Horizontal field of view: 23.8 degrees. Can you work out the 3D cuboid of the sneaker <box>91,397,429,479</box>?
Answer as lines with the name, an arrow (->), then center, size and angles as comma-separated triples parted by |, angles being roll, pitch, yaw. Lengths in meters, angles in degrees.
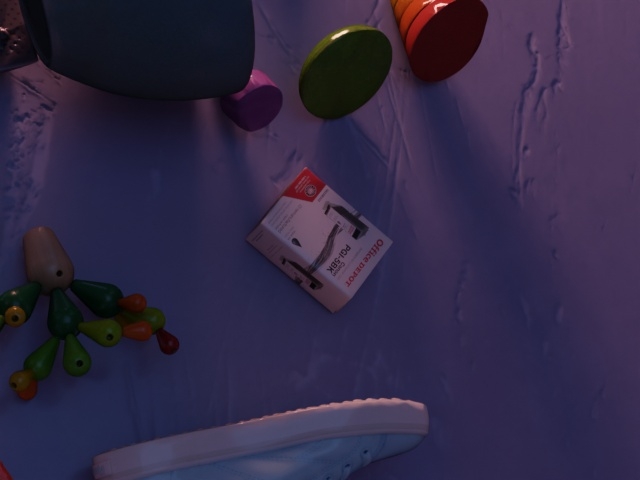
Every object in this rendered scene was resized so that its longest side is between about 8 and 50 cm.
sneaker -> -0.050, 0.259, 1.585 | 0.366, 0.135, 0.150 | -9, 82, -17

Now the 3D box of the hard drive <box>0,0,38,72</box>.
hard drive -> -0.448, -0.239, 1.634 | 0.255, 0.054, 0.172 | -11, 75, -27

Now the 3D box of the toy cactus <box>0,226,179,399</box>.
toy cactus -> -0.269, 0.071, 1.584 | 0.219, 0.112, 0.180 | -9, 56, -23

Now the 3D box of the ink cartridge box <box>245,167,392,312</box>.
ink cartridge box -> 0.000, 0.000, 1.733 | 0.135, 0.056, 0.099 | 40, 60, -4

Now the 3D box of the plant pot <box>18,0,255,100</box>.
plant pot -> -0.216, -0.274, 1.625 | 0.195, 0.290, 0.290 | -17, 78, -18

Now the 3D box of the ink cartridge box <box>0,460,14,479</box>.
ink cartridge box -> -0.375, 0.311, 1.461 | 0.232, 0.066, 0.189 | -32, 85, -25

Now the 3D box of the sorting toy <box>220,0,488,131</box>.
sorting toy -> 0.022, -0.238, 1.826 | 0.366, 0.127, 0.126 | -22, 51, -25
